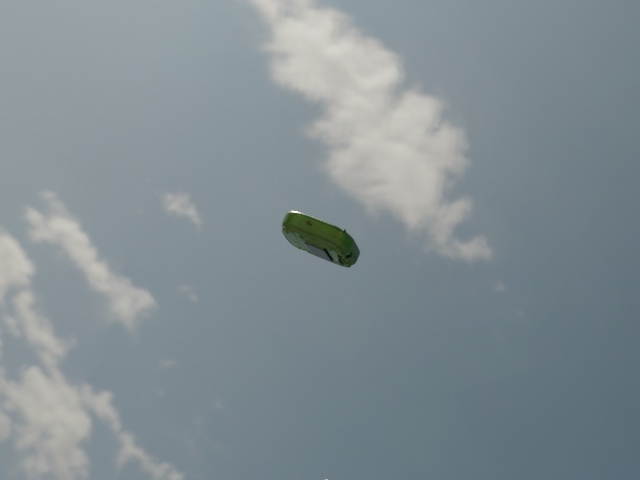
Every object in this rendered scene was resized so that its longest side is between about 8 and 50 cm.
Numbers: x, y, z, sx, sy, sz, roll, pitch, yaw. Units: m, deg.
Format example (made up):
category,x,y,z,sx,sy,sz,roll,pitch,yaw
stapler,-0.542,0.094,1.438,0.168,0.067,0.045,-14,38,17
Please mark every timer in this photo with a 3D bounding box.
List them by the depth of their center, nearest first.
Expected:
category,x,y,z,sx,sy,sz,roll,pitch,yaw
timer,0.000,0.000,1.774,0.128,0.047,0.140,22,-12,17
